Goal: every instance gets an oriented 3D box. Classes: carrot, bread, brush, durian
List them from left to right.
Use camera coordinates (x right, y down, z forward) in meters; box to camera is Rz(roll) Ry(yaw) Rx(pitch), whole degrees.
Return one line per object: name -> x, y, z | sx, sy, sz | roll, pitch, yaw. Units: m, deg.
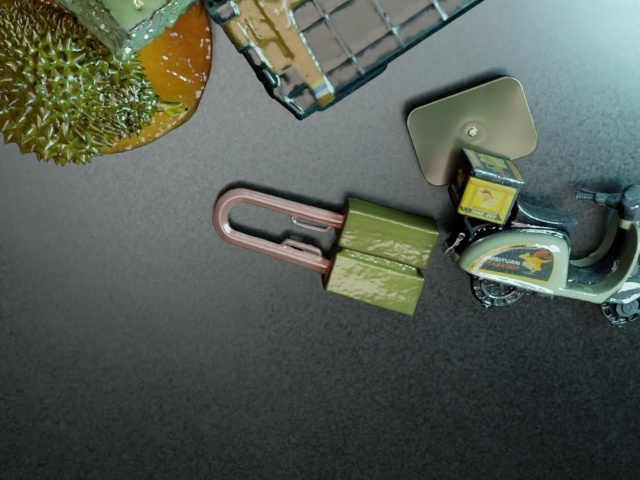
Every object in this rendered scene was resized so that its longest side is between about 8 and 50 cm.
carrot -> -0.249, -0.216, 1.282 | 0.307, 0.100, 0.258 | 36, 101, -22
durian -> -0.222, -0.134, 1.216 | 0.208, 0.102, 0.146 | 13, 103, -24
bread -> -0.172, -0.243, 1.182 | 0.232, 0.064, 0.172 | 0, 69, -25
brush -> 0.000, 0.000, 1.380 | 0.233, 0.047, 0.103 | 15, 106, -7

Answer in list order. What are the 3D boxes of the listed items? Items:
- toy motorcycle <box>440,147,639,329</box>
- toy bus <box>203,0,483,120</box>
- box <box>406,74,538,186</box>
toy motorcycle -> 0.253, 0.004, 1.367 | 0.263, 0.091, 0.157 | 12, 115, -13
toy bus -> 0.037, -0.249, 1.257 | 0.275, 0.138, 0.167 | -32, 108, 5
box -> 0.156, -0.116, 1.360 | 0.126, 0.031, 0.091 | -20, 108, 4
